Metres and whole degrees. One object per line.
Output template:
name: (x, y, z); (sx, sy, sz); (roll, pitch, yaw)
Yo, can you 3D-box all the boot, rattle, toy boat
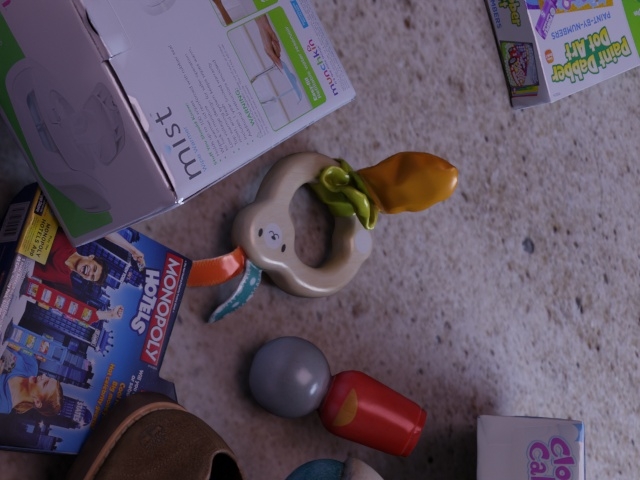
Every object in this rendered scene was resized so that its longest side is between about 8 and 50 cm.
boot: (-0.153, 0.258, 0.974); (0.112, 0.115, 0.305); (30, 85, -43)
rattle: (0.000, 0.000, 1.163); (0.200, 0.143, 0.130); (-22, 119, -48)
toy boat: (-0.024, 0.215, 1.087); (0.148, 0.267, 0.318); (25, 46, -3)

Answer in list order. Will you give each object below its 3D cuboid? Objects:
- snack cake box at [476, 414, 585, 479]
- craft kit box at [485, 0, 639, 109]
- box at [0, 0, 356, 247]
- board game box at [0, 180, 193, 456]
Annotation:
snack cake box: (0.187, 0.232, 1.243); (0.264, 0.089, 0.152); (38, 54, -77)
craft kit box: (0.260, -0.285, 1.484); (0.250, 0.061, 0.246); (-25, 105, -41)
box: (-0.128, -0.165, 1.025); (0.231, 0.127, 0.262); (-37, 103, -47)
board game box: (-0.172, 0.086, 1.045); (0.194, 0.060, 0.194); (31, 65, -37)
